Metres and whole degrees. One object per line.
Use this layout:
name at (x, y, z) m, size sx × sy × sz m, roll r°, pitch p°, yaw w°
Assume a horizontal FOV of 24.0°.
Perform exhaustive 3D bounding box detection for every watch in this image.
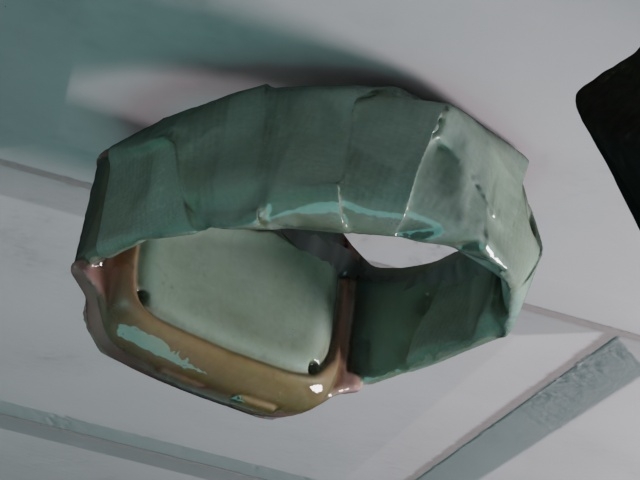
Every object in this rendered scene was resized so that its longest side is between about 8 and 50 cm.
watch at (0.000, 0.000, 0.931) m, size 0.253 × 0.162 × 0.241 m, roll 23°, pitch 146°, yaw -25°

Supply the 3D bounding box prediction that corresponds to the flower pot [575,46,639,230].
flower pot at (0.265, -0.036, 0.555) m, size 0.251 × 0.379 × 0.379 m, roll 45°, pitch 145°, yaw -17°
